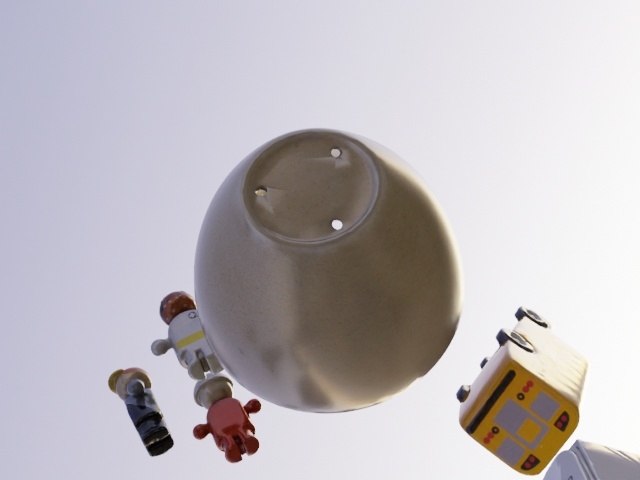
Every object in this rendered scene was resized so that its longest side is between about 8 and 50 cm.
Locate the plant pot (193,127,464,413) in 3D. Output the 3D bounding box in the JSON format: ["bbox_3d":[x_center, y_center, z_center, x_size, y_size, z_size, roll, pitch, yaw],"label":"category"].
[{"bbox_3d":[0.000,0.000,0.835,0.191,0.284,0.284,79,-147,-58],"label":"plant pot"}]

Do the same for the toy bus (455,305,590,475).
[{"bbox_3d":[0.269,0.181,1.108,0.108,0.130,0.332,-59,-15,14],"label":"toy bus"}]

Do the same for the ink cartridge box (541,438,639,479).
[{"bbox_3d":[0.333,0.359,0.693,0.166,0.395,0.285,-96,25,-64],"label":"ink cartridge box"}]

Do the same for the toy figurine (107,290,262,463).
[{"bbox_3d":[-0.149,0.172,1.128,0.209,0.148,0.213,14,-63,-38],"label":"toy figurine"}]
